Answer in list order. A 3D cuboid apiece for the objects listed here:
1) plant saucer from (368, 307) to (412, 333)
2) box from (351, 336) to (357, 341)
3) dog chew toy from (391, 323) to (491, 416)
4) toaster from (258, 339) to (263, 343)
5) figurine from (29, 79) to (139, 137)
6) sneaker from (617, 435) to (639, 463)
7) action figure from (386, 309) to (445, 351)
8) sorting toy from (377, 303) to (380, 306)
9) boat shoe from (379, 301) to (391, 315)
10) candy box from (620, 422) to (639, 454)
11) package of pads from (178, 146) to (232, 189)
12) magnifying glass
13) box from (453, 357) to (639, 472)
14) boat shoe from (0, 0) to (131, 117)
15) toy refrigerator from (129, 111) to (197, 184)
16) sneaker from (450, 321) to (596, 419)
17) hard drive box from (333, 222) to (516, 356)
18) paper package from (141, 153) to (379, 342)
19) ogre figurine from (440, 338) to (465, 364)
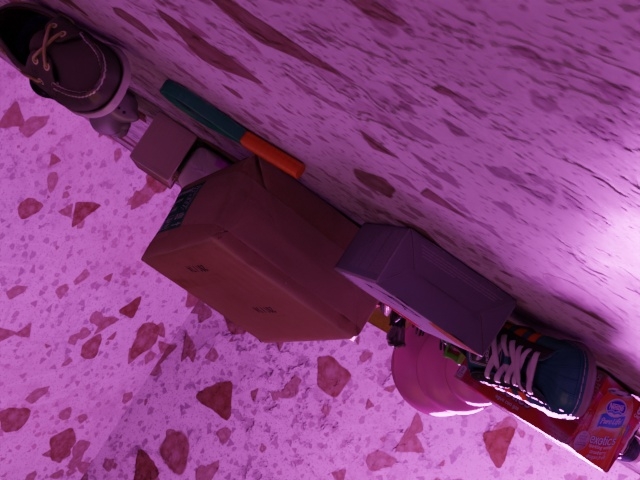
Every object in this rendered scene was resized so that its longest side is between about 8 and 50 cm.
[{"bbox_3d":[0.213,0.189,2.096,0.188,0.045,0.188,7,-169,-35],"label":"plant saucer"},{"bbox_3d":[0.043,0.125,2.163,0.233,0.159,0.044,37,174,-40],"label":"box"},{"bbox_3d":[0.267,0.247,1.764,0.206,0.206,0.332,34,167,-10],"label":"dog chew toy"},{"bbox_3d":[-0.133,0.122,2.016,0.168,0.110,0.185,43,159,58],"label":"toaster"},{"bbox_3d":[-0.432,-0.277,1.686,0.215,0.092,0.209,33,172,-18],"label":"figurine"},{"bbox_3d":[0.555,0.401,1.927,0.226,0.086,0.163,16,176,43],"label":"sneaker"},{"bbox_3d":[0.130,0.126,1.718,0.164,0.141,0.276,25,179,-33],"label":"action figure"},{"bbox_3d":[-0.022,0.078,1.967,0.127,0.126,0.365,39,-177,-45],"label":"sorting toy"},{"bbox_3d":[0.140,0.118,1.977,0.065,0.075,0.206,29,180,11],"label":"boat shoe"},{"bbox_3d":[0.469,0.308,1.723,0.233,0.071,0.159,32,175,5],"label":"candy box"},{"bbox_3d":[-0.141,-0.063,1.809,0.296,0.101,0.229,34,175,-6],"label":"package of pads"},{"bbox_3d":[-0.120,-0.151,1.225,0.231,0.026,0.092,34,176,14],"label":"magnifying glass"},{"bbox_3d":[0.350,0.234,1.407,0.128,0.122,0.257,37,175,-35],"label":"box"},{"bbox_3d":[-0.363,-0.254,1.246,0.305,0.109,0.091,34,-178,44],"label":"boat shoe"},{"bbox_3d":[-0.300,-0.169,1.777,0.094,0.102,0.269,33,175,-7],"label":"toy refrigerator"},{"bbox_3d":[0.264,0.168,1.234,0.121,0.108,0.302,12,-179,-11],"label":"sneaker"},{"bbox_3d":[0.138,0.062,1.267,0.181,0.089,0.232,34,176,-11],"label":"hard drive box"},{"bbox_3d":[-0.095,0.026,1.515,0.309,0.168,0.325,37,157,-20],"label":"paper package"},{"bbox_3d":[0.233,0.150,1.542,0.197,0.097,0.118,49,179,-32],"label":"ogre figurine"}]
